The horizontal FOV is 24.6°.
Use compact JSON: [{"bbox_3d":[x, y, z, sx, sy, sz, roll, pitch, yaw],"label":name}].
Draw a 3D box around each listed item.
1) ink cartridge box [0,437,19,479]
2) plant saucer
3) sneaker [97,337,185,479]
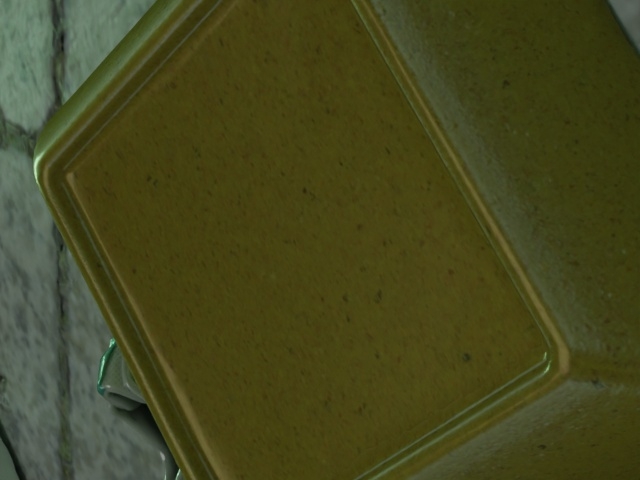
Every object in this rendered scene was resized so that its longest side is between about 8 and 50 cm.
[{"bbox_3d":[-0.317,0.255,1.184,0.237,0.100,0.172,-35,78,51],"label":"ink cartridge box"},{"bbox_3d":[0.000,0.000,0.674,0.332,0.081,0.333,-39,74,39],"label":"plant saucer"},{"bbox_3d":[-0.095,0.055,0.842,0.080,0.094,0.212,-34,78,52],"label":"sneaker"}]
